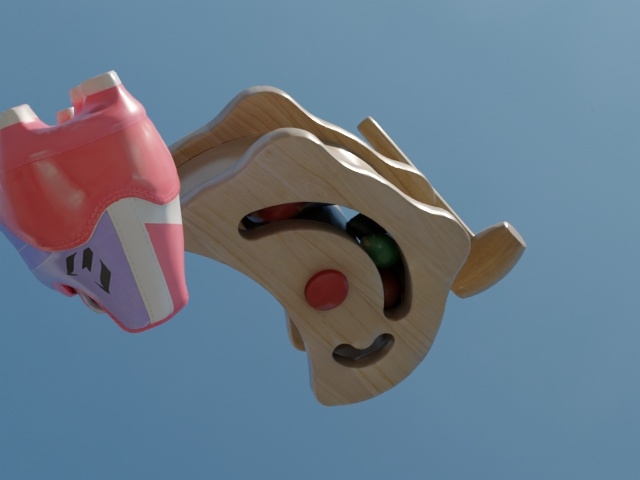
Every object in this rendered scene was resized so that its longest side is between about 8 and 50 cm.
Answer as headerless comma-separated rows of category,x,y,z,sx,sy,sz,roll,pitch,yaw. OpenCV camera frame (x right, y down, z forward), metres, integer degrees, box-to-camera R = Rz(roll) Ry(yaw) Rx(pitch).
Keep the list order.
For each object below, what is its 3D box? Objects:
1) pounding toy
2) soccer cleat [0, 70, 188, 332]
pounding toy,0.000,0.000,0.794,0.270,0.155,0.154,28,-72,-30
soccer cleat,-0.111,-0.012,0.519,0.083,0.248,0.095,-22,-84,-17
